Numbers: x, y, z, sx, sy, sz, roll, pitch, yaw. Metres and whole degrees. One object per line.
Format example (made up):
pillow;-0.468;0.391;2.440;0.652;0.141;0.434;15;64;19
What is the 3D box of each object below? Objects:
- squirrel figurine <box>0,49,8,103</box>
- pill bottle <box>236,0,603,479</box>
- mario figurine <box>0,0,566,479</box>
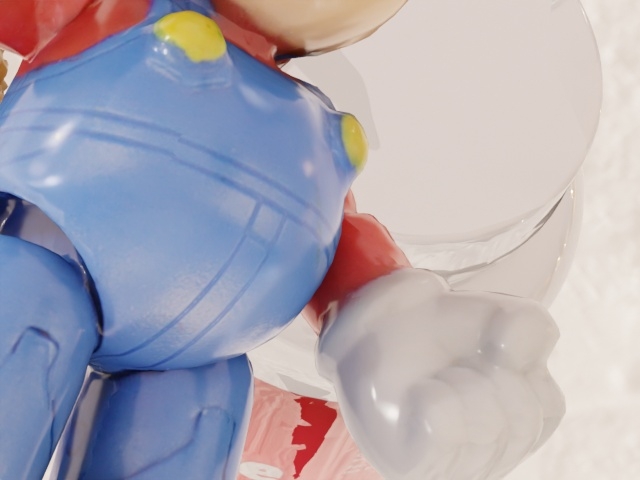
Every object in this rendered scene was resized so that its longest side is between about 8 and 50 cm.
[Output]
squirrel figurine;-0.356;-0.104;0.945;0.281;0.397;0.370;5;97;-66
pill bottle;0.000;0.000;0.985;0.229;0.408;0.229;4;66;-10
mario figurine;-0.021;-0.038;0.453;0.170;0.198;0.320;9;72;13
